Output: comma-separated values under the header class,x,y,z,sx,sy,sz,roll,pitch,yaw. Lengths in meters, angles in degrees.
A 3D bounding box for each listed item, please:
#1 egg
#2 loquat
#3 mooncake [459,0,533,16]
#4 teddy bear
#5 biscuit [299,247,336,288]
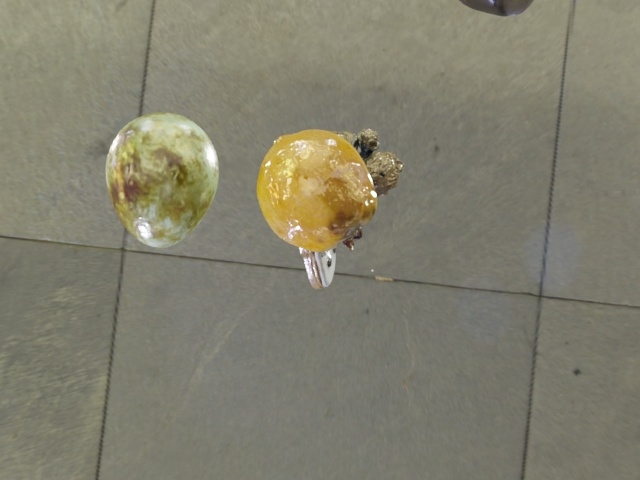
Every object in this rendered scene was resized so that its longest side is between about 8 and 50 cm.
class,x,y,z,sx,sy,sz,roll,pitch,yaw
egg,-0.338,-0.129,1.685,0.238,0.238,0.289,5,85,4
loquat,-0.004,-0.082,1.337,0.187,0.176,0.234,-36,78,20
mooncake,0.388,-0.634,1.666,0.154,0.306,0.306,27,90,32
teddy bear,0.053,-0.175,1.695,0.252,0.182,0.129,17,45,-21
biscuit,0.000,0.000,1.635,0.049,0.181,0.208,-5,130,14
